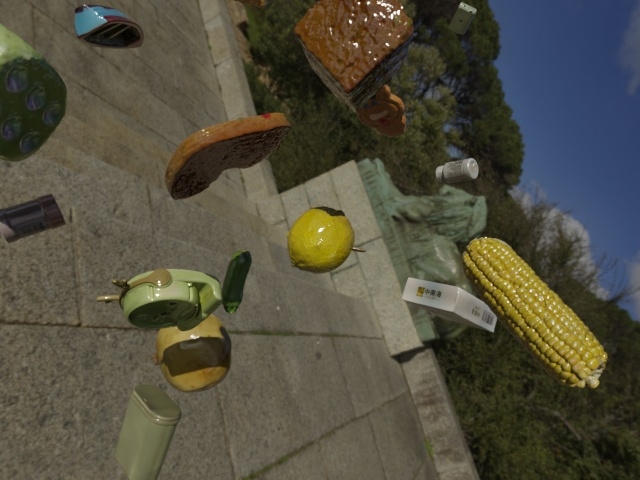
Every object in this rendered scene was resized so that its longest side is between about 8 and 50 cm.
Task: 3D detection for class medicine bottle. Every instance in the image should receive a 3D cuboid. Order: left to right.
[{"bbox_3d":[0.509,-0.257,1.550,0.079,0.140,0.079,3,86,-42],"label":"medicine bottle"}]

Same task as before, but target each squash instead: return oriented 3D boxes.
[{"bbox_3d":[-0.280,0.133,1.366,0.068,0.077,0.219,-16,121,-75],"label":"squash"}]

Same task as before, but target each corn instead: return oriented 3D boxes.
[{"bbox_3d":[0.265,0.082,0.541,0.080,0.080,0.238,50,11,-45],"label":"corn"}]

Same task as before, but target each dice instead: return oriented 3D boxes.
[{"bbox_3d":[-0.762,-0.339,0.917,0.249,0.255,0.252,27,-12,3],"label":"dice"}]

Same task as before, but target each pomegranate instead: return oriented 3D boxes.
[{"bbox_3d":[-0.523,0.451,1.698,0.333,0.332,0.333,56,21,-34],"label":"pomegranate"}]

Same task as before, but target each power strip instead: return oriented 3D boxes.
[{"bbox_3d":[0.323,-0.504,0.945,0.040,0.016,0.090,27,-4,3],"label":"power strip"}]

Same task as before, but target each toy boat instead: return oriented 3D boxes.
[{"bbox_3d":[-0.574,-0.586,1.149,0.392,0.136,0.080,-111,175,-66],"label":"toy boat"}]

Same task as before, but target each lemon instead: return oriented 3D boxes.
[{"bbox_3d":[0.000,0.000,1.246,0.192,0.231,0.192,40,-12,11],"label":"lemon"}]

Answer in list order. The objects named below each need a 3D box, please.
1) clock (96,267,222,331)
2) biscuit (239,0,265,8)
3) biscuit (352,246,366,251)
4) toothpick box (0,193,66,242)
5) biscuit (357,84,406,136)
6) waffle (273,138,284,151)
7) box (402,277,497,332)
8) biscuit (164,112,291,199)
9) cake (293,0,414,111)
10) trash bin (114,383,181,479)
[{"bbox_3d":[-0.461,0.173,1.191,0.307,0.235,0.096,16,47,-42],"label":"clock"},{"bbox_3d":[-0.248,-0.748,1.177,0.033,0.224,0.145,-48,150,-25],"label":"biscuit"},{"bbox_3d":[0.127,0.033,1.803,0.071,0.147,0.019,29,71,-80],"label":"biscuit"},{"bbox_3d":[-0.821,-0.064,1.173,0.148,0.098,0.099,-25,94,-30],"label":"toothpick box"},{"bbox_3d":[0.220,-0.516,1.613,0.333,0.201,0.047,37,60,-41],"label":"biscuit"},{"bbox_3d":[-0.195,-0.327,1.322,0.192,0.160,0.046,142,-56,-78],"label":"waffle"},{"bbox_3d":[0.348,0.172,1.101,0.242,0.155,0.067,26,77,-40],"label":"box"},{"bbox_3d":[-0.220,-0.195,0.951,0.277,0.262,0.052,-26,84,-33],"label":"biscuit"},{"bbox_3d":[0.087,-0.433,0.961,0.196,0.198,0.293,47,8,4],"label":"cake"},{"bbox_3d":[-0.608,0.672,1.450,0.121,0.243,0.248,18,89,-48],"label":"trash bin"}]
